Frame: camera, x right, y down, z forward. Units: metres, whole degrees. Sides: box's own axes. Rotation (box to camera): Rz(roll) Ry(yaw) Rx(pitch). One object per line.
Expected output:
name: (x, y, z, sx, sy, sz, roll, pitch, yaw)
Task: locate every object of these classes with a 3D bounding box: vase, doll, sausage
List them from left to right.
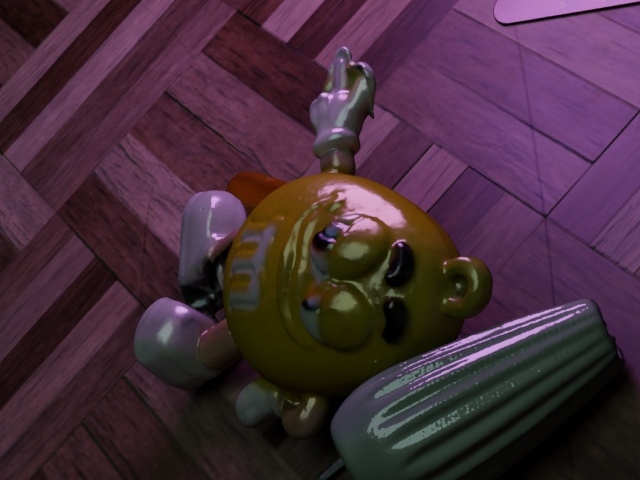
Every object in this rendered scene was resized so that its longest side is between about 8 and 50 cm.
sausage: (-0.045, -0.033, 1.835, 0.183, 0.054, 0.062, 19, 111, 50)
doll: (-0.021, 0.024, 1.665, 0.423, 0.161, 0.348, -42, 48, 37)
vase: (0.135, 0.135, 1.464, 0.248, 0.128, 0.128, -30, 40, 6)

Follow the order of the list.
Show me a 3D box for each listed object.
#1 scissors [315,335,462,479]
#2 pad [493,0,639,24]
scissors: (0.064, 0.161, 1.589, 0.189, 0.015, 0.100, -41, 33, 9)
pad: (0.302, -0.305, 1.785, 0.267, 0.004, 0.181, -5, 54, 42)
